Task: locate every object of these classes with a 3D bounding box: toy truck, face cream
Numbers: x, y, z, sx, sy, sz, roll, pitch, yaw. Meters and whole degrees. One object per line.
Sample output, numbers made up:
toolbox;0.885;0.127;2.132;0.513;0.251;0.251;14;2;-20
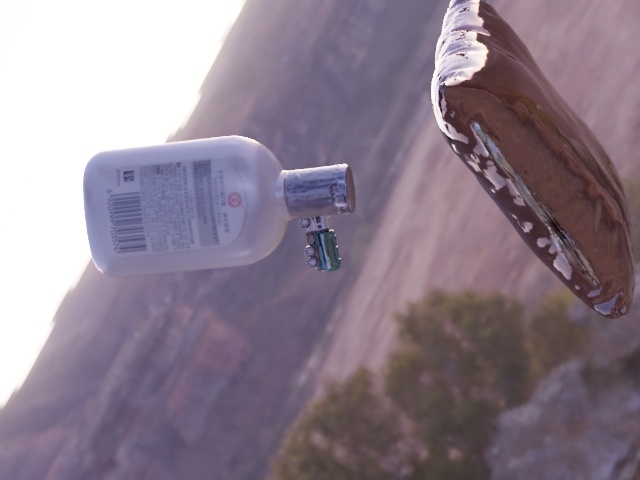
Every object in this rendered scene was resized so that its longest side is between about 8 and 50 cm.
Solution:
toy truck;0.000;0.000;2.137;0.039;0.044;0.083;-41;-59;-81
face cream;-0.109;-0.042;1.761;0.071;0.291;0.144;-19;-79;-78

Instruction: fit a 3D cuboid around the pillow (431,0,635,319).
pillow;0.218;-0.100;1.701;0.108;0.308;0.305;-33;20;20
